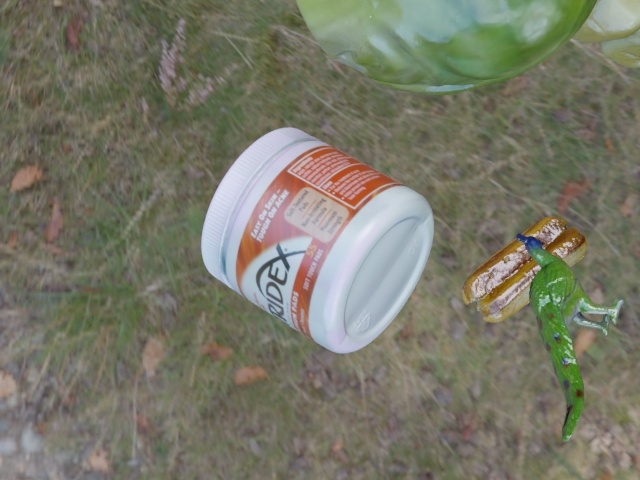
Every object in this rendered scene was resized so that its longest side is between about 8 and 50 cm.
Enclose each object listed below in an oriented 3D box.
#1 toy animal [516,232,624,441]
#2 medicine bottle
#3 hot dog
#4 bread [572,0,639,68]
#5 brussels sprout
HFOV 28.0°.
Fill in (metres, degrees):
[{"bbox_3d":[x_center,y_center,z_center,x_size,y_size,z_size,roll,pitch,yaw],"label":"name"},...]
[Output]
[{"bbox_3d":[0.213,0.076,1.051,0.075,0.217,0.041,5,137,-11],"label":"toy animal"},{"bbox_3d":[0.000,0.000,1.813,0.241,0.252,0.252,31,100,27],"label":"medicine bottle"},{"bbox_3d":[0.237,0.031,1.478,0.165,0.071,0.045,-36,143,-19],"label":"hot dog"},{"bbox_3d":[0.428,-0.361,1.645,0.341,0.210,0.300,13,87,-21],"label":"bread"},{"bbox_3d":[0.061,-0.130,0.621,0.155,0.155,0.117,-9,67,-9],"label":"brussels sprout"}]
